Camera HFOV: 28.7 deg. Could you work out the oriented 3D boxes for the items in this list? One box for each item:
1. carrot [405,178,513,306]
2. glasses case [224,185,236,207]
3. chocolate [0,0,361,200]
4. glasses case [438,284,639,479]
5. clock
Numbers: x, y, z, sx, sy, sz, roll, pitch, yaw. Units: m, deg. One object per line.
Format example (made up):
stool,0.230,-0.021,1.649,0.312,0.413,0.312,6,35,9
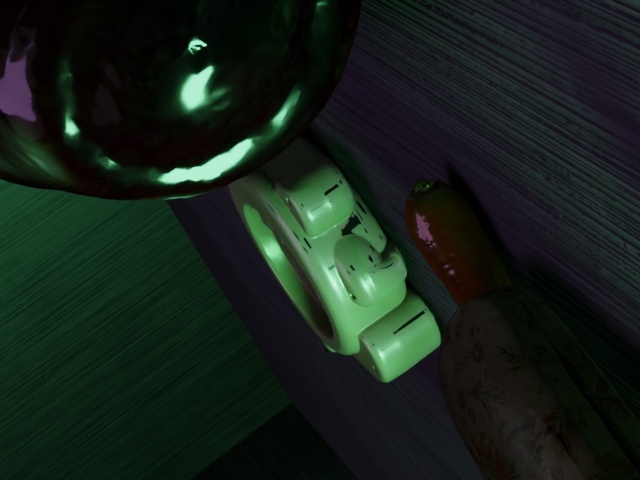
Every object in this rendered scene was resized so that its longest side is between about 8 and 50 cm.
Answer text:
carrot,0.148,0.050,1.122,0.066,0.062,0.271,-6,130,40
glasses case,-0.082,-0.072,1.668,0.123,0.075,0.316,-106,-11,-54
chocolate,-0.131,-0.188,0.898,0.331,0.383,0.384,24,151,44
glasses case,0.220,0.216,0.962,0.425,0.098,0.156,58,152,34
clock,0.000,0.000,1.491,0.284,0.114,0.309,44,164,52
